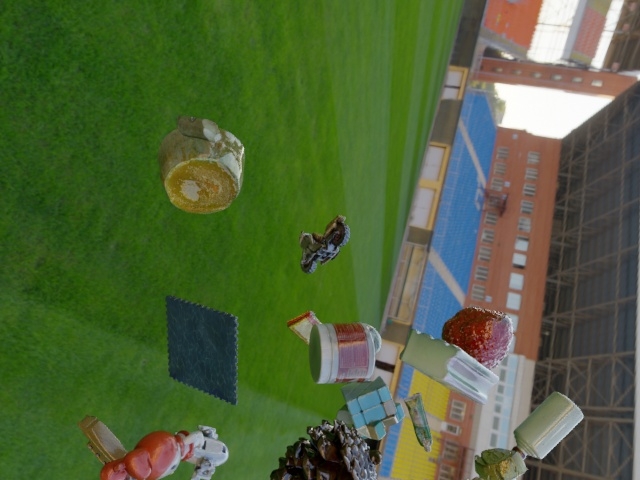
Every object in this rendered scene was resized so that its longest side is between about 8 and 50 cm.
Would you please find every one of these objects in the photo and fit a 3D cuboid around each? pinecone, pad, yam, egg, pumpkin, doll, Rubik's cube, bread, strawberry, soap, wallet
[{"bbox_3d":[0.015,0.532,0.985,0.224,0.272,0.224,56,14,-21],"label":"pinecone"},{"bbox_3d":[-0.332,0.301,1.198,0.012,0.269,0.269,-19,114,-59],"label":"pad"},{"bbox_3d":[-0.387,-0.358,1.373,0.070,0.146,0.069,14,90,-73],"label":"yam"},{"bbox_3d":[0.185,0.425,1.873,0.132,0.172,0.132,-41,161,-18],"label":"egg"},{"bbox_3d":[-0.439,-0.253,1.642,0.332,0.332,0.199,88,-15,-50],"label":"pumpkin"},{"bbox_3d":[-0.483,0.629,1.260,0.161,0.130,0.290,-40,155,29],"label":"doll"},{"bbox_3d":[0.196,0.692,1.749,0.224,0.265,0.213,-173,-117,-86],"label":"Rubik's cube"},{"bbox_3d":[0.504,0.638,1.226,0.156,0.117,0.064,92,-18,-73],"label":"bread"},{"bbox_3d":[0.613,0.368,1.659,0.277,0.257,0.257,-64,179,43],"label":"strawberry"},{"bbox_3d":[0.426,0.420,1.404,0.347,0.208,0.115,37,77,-36],"label":"soap"},{"bbox_3d":[-0.046,0.444,2.123,0.241,0.141,0.067,51,16,-41],"label":"wallet"}]

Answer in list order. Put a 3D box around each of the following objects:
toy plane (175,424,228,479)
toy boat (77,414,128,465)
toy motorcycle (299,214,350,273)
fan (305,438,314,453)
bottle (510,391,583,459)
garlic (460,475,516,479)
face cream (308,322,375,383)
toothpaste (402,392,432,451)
[{"bbox_3d":[-0.486,0.839,1.713,0.117,0.245,0.245,-60,174,22],"label":"toy plane"},{"bbox_3d":[-0.653,0.612,1.299,0.077,0.200,0.057,-34,-174,31],"label":"toy boat"},{"bbox_3d":[0.001,0.000,1.288,0.229,0.094,0.129,-42,-134,39],"label":"toy motorcycle"},{"bbox_3d":[-0.004,0.652,1.288,0.175,0.113,0.005,-55,141,-37],"label":"fan"},{"bbox_3d":[0.681,0.586,1.331,0.245,0.104,0.104,-40,160,-7],"label":"bottle"},{"bbox_3d":[0.584,0.945,1.556,0.281,0.203,0.184,-41,-142,29],"label":"garlic"},{"bbox_3d":[0.070,0.386,1.486,0.201,0.187,0.201,-178,-90,-76],"label":"face cream"},{"bbox_3d":[0.394,0.723,1.708,0.047,0.078,0.248,-112,-175,-83],"label":"toothpaste"}]
